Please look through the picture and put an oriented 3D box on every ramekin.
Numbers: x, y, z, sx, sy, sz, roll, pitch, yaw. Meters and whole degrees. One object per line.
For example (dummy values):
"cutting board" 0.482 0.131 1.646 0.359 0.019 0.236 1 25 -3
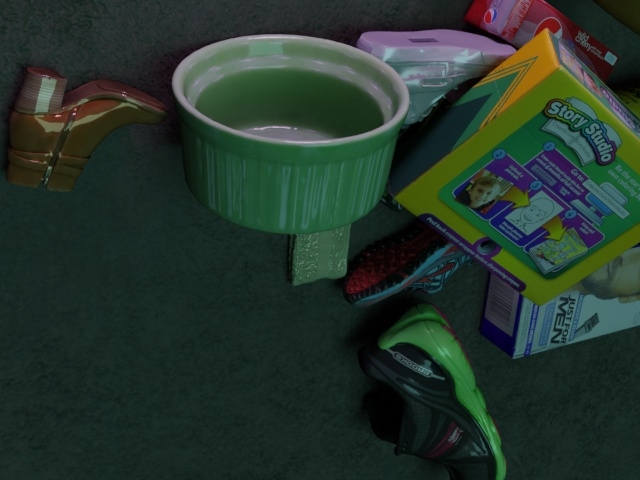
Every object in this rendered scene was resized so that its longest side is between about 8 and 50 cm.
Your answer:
"ramekin" -0.042 -0.139 1.371 0.303 0.303 0.148 -14 130 -26

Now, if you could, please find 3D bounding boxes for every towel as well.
"towel" 0.000 0.000 1.644 0.110 0.027 0.148 -9 120 -28

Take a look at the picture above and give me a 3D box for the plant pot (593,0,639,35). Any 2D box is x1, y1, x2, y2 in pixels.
"plant pot" 0.465 -0.439 1.525 0.275 0.293 0.274 -15 122 -26

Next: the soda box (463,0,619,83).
"soda box" 0.350 -0.317 1.649 0.263 0.092 0.083 23 101 -40

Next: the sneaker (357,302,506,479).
"sneaker" 0.194 0.308 1.873 0.202 0.185 0.482 -24 125 3

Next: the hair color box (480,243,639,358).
"hair color box" 0.470 0.086 1.944 0.339 0.110 0.185 -11 120 -29

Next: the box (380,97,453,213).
"box" 0.116 -0.162 1.618 0.184 0.045 0.190 34 94 -37

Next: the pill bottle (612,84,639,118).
"pill bottle" 0.554 -0.173 1.800 0.334 0.188 0.187 -15 123 -26

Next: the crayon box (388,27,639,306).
"crayon box" 0.336 -0.094 1.584 0.363 0.106 0.313 34 121 -31

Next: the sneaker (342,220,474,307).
"sneaker" 0.159 0.055 1.727 0.262 0.104 0.125 -29 129 -16

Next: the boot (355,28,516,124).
"boot" 0.160 -0.236 1.532 0.258 0.095 0.123 -3 121 -23

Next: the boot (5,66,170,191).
"boot" -0.303 -0.131 1.350 0.197 0.073 0.152 10 109 -23
